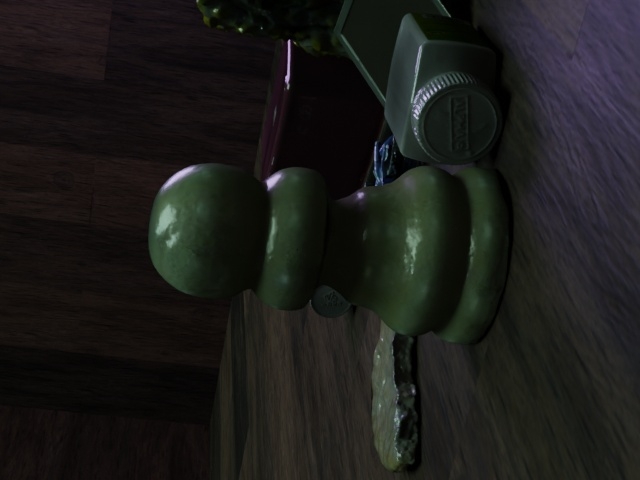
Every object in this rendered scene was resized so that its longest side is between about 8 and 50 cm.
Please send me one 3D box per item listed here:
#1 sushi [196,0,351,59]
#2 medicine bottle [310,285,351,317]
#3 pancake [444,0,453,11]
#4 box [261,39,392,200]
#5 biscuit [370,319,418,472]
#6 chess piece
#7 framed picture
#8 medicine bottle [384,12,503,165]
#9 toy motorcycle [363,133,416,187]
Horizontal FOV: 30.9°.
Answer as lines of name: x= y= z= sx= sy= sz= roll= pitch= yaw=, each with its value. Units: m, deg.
sushi: x=-0.020 y=-0.441 z=1.528 sx=0.396 sy=0.351 sz=0.240 roll=109 pitch=166 yaw=-54
medicine bottle: x=0.012 y=0.059 z=1.801 sx=0.130 sy=0.080 sz=0.080 roll=-99 pitch=19 yaw=-60
pancake: x=0.149 y=-0.290 z=1.420 sx=0.108 sy=0.017 sz=0.108 roll=-173 pitch=90 yaw=-85
box: x=0.008 y=-0.180 z=1.750 sx=0.294 sy=0.167 sz=0.193 roll=106 pitch=166 yaw=-46
biscuit: x=0.087 y=0.172 z=1.391 sx=0.133 sy=0.032 sz=0.250 roll=111 pitch=163 yaw=-56
chess piece: x=0.000 y=0.000 z=1.123 sx=0.182 sy=0.330 sz=0.182 roll=-174 pitch=90 yaw=-80
framed picture: x=0.096 y=-0.253 z=1.424 sx=0.197 sy=0.014 sz=0.252 roll=58 pitch=158 yaw=14
medicine bottle: x=0.127 y=-0.152 z=1.212 sx=0.188 sy=0.088 sz=0.132 roll=-102 pitch=21 yaw=-64
toy motorcycle: x=0.086 y=-0.038 z=1.463 sx=0.114 sy=0.076 sz=0.205 roll=142 pitch=135 yaw=-87
